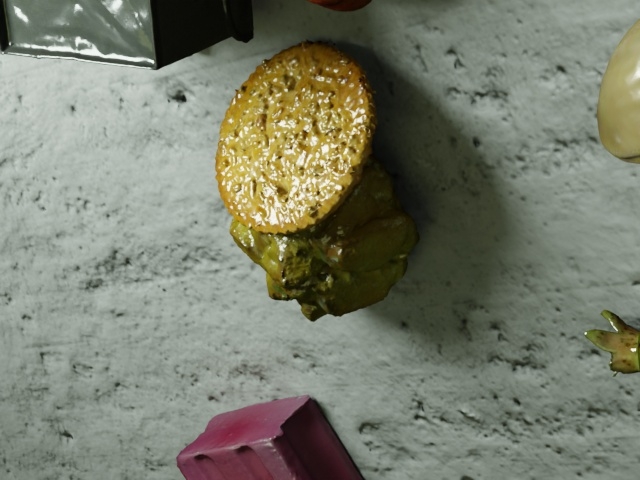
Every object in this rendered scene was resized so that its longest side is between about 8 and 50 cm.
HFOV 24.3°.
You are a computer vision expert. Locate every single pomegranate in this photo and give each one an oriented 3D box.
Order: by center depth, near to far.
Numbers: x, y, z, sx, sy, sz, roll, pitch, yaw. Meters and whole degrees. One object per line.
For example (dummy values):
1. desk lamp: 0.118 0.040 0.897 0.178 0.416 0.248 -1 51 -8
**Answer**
1. pomegranate: 0.421 0.129 1.733 0.220 0.156 0.156 28 142 61

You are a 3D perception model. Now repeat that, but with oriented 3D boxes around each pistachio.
1. pistachio: 0.398 -0.176 1.485 0.293 0.181 0.162 -30 117 37

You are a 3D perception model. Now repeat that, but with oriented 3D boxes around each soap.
1. soap: -0.034 0.425 2.254 0.233 0.128 0.359 -17 109 43

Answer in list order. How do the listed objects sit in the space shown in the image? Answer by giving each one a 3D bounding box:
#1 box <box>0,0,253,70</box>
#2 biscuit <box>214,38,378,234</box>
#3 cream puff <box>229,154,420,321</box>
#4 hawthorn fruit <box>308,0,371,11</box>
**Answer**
1. box: -0.242 -0.386 1.737 0.251 0.204 0.345 11 118 30
2. biscuit: -0.036 -0.126 1.811 0.254 0.254 0.035 -8 160 38
3. cream puff: 0.004 -0.009 1.897 0.244 0.196 0.244 49 161 23
4. hawthorn fruit: -0.002 -0.358 1.674 0.203 0.162 0.163 49 140 28
